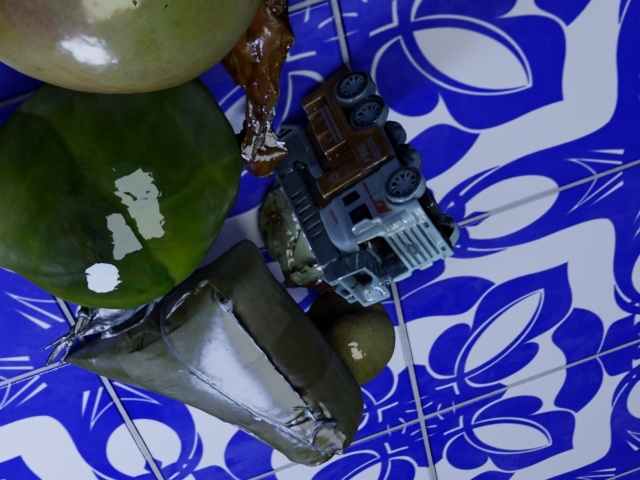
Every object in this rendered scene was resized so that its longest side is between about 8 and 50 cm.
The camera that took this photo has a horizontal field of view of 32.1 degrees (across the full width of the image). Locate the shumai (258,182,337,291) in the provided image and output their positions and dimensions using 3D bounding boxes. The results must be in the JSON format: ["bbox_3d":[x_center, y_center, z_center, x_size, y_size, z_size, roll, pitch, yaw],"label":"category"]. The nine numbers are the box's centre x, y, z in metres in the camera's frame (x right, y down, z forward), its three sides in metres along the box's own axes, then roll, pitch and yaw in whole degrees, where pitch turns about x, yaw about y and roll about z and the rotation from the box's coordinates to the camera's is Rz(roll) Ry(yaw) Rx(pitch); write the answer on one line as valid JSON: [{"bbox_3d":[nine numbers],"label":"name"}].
[{"bbox_3d":[-0.002,-0.004,1.630,0.184,0.142,0.184,-14,139,-12],"label":"shumai"}]

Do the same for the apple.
[{"bbox_3d":[-0.205,-0.296,1.140,0.319,0.319,0.277,-42,133,20],"label":"apple"}]

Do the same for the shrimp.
[{"bbox_3d":[-0.254,0.044,1.577,0.372,0.137,0.172,-42,138,19],"label":"shrimp"}]

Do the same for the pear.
[{"bbox_3d":[0.040,0.153,1.786,0.167,0.167,0.136,-35,126,13],"label":"pear"}]

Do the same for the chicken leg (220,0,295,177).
[{"bbox_3d":[-0.081,-0.204,1.416,0.113,0.093,0.304,10,130,16],"label":"chicken leg"}]

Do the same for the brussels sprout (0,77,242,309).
[{"bbox_3d":[-0.269,-0.062,1.359,0.354,0.281,0.289,-15,125,28],"label":"brussels sprout"}]

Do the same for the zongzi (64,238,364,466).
[{"bbox_3d":[-0.154,0.225,1.699,0.393,0.174,0.356,-30,108,29],"label":"zongzi"}]

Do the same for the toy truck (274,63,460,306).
[{"bbox_3d":[0.050,-0.060,1.450,0.184,0.338,0.133,-31,136,10],"label":"toy truck"}]
